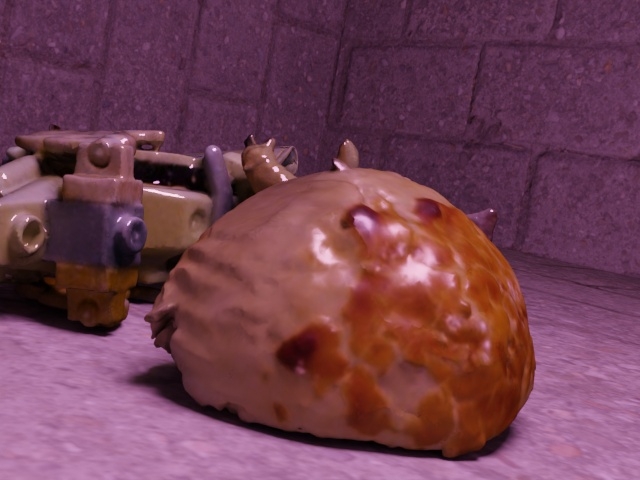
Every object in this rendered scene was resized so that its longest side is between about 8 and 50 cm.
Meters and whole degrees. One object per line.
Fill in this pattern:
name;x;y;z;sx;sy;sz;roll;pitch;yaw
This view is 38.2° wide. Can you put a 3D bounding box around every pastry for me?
pastry;0.028;0.030;0.636;0.236;0.170;0.256;9;9;30

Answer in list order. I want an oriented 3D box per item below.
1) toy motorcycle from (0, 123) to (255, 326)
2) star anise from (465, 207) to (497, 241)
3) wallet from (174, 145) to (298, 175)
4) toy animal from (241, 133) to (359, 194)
toy motorcycle;-0.190;-0.020;0.854;0.237;0.169;0.410;5;8;23
star anise;0.088;0.036;1.061;0.198;0.111;0.257;-24;7;-34
wallet;-0.211;-0.091;1.444;0.309;0.077;0.223;-3;17;17
toy animal;0.000;0.000;0.851;0.101;0.219;0.103;-14;16;17
